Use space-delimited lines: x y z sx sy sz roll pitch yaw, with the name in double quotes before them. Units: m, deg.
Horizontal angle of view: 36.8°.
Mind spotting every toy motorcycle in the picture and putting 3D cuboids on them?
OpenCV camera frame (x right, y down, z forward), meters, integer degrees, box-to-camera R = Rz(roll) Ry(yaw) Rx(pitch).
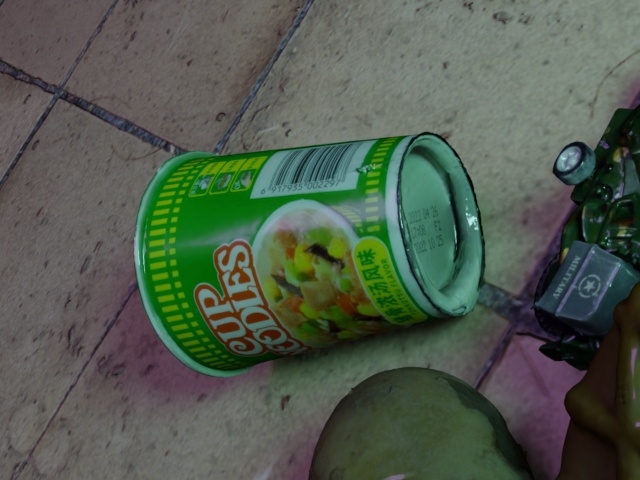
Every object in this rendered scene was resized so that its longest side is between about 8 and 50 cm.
"toy motorcycle" 0.243 -0.030 0.616 0.275 0.124 0.187 -60 30 -3

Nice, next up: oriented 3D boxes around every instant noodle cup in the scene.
"instant noodle cup" 0.000 0.000 0.790 0.232 0.207 0.207 -11 56 33

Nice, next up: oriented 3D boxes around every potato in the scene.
"potato" 0.071 0.196 0.602 0.165 0.165 0.262 -41 30 17

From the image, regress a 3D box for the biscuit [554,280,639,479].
"biscuit" 0.226 0.183 0.415 0.366 0.115 0.268 -114 35 -43
